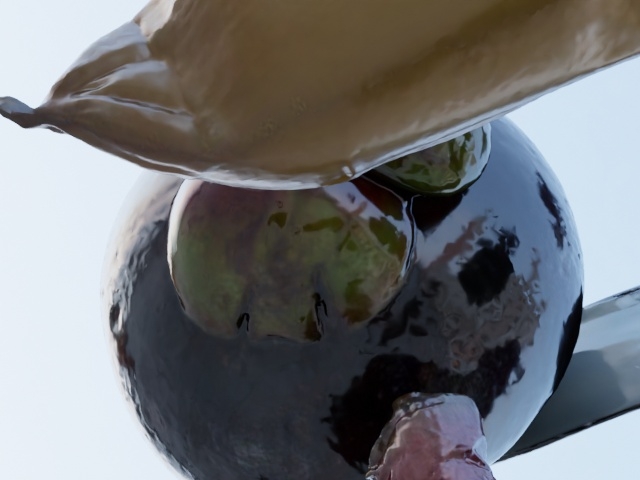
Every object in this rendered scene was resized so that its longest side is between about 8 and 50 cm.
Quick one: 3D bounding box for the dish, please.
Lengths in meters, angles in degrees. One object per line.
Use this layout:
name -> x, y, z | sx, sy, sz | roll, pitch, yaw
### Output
dish -> 0.239, 0.104, 1.351 | 0.316, 0.316, 0.106 | -29, -103, 48

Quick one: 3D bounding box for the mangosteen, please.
mangosteen -> 0.000, 0.000, 1.163 | 0.382, 0.382, 0.435 | 2, -52, 39

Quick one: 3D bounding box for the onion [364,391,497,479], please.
onion -> 0.126, 0.260, 0.891 | 0.348, 0.347, 0.385 | -55, -129, 49

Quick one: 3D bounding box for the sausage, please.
sausage -> 0.037, -0.093, 0.597 | 0.112, 0.328, 0.112 | 157, -90, -83
